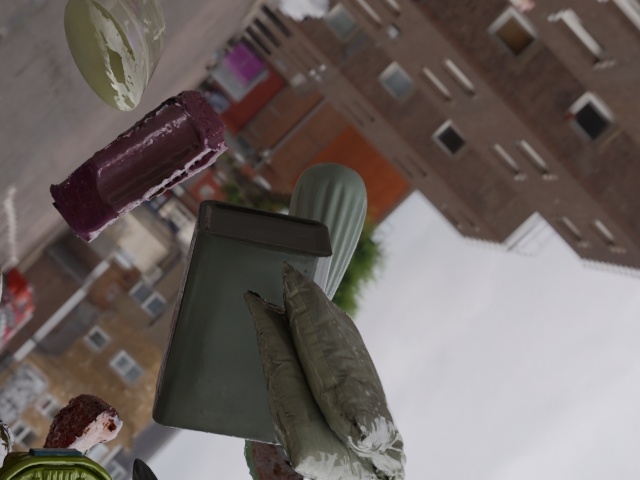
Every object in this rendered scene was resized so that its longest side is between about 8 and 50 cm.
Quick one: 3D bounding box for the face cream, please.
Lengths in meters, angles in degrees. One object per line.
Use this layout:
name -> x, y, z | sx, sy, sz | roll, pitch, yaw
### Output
face cream -> -0.284, -0.296, 1.650 | 0.081, 0.174, 0.348 | -18, -158, 6

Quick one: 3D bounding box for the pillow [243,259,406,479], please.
pillow -> 0.005, 0.118, 0.956 | 0.078, 0.134, 0.181 | -32, -128, 15

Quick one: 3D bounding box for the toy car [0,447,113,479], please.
toy car -> -0.355, 0.383, 1.479 | 0.142, 0.200, 0.248 | 0, -99, 62

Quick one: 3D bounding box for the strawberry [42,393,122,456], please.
strawberry -> -0.397, 0.306, 1.922 | 0.140, 0.085, 0.192 | -32, 165, -6

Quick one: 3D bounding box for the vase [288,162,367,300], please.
vase -> 0.000, 0.000, 1.897 | 0.128, 0.128, 0.248 | -31, -139, 57

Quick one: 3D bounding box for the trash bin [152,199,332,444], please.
trash bin -> -0.085, 0.092, 1.325 | 0.122, 0.164, 0.241 | -98, -159, -66

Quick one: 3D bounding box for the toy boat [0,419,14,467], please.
toy boat -> -0.475, 0.314, 1.599 | 0.321, 0.089, 0.121 | 126, -24, -69

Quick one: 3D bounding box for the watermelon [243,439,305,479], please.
watermelon -> -0.050, 0.341, 1.878 | 0.139, 0.187, 0.071 | 18, -148, 36

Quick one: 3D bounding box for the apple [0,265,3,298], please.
apple -> -0.616, 0.079, 1.780 | 0.257, 0.257, 0.234 | -43, -156, 9

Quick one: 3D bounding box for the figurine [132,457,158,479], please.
figurine -> -0.221, 0.467, 1.800 | 0.193, 0.140, 0.265 | -96, -177, -52

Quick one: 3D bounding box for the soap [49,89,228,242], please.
soap -> -0.278, -0.110, 1.750 | 0.289, 0.112, 0.182 | -32, -178, 15
